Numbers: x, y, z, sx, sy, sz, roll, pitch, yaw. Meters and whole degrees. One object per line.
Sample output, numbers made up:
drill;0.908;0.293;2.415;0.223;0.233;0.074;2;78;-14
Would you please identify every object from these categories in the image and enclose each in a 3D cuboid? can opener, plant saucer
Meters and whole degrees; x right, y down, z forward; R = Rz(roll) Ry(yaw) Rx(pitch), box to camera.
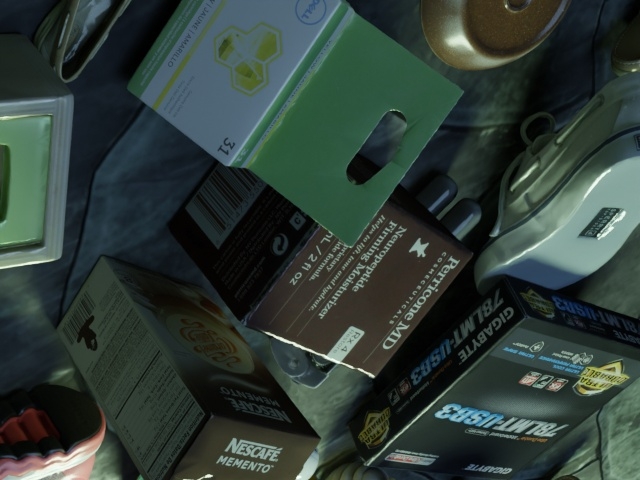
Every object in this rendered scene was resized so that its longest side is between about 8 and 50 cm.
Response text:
can opener;0.061;0.050;1.343;0.283;0.076;0.095;-45;169;1
plant saucer;0.192;-0.255;1.213;0.198;0.036;0.199;-20;131;-24

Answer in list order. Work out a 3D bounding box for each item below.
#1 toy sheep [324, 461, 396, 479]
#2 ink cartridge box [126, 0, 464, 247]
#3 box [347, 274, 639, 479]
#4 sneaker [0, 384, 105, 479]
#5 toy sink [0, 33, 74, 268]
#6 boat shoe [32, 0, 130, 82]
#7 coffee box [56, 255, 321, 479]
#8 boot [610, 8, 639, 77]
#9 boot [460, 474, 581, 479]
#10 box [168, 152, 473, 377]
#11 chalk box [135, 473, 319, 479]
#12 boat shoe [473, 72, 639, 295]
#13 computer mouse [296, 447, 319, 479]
toy sheep;0.046;0.317;1.497;0.132;0.091;0.091;-22;151;39
ink cartridge box;-0.024;-0.129;1.018;0.171;0.235;0.056;-54;166;10
box;0.232;0.186;1.504;0.295;0.073;0.293;17;126;-42
sneaker;-0.352;0.247;1.144;0.313;0.116;0.136;-11;129;-30
toy sink;-0.321;-0.059;0.919;0.234;0.131;0.153;-8;126;-31
boat shoe;-0.177;-0.199;0.976;0.056;0.048;0.153;28;103;-45
coffee box;-0.127;0.134;1.124;0.141;0.246;0.098;21;109;-44
boot;0.376;-0.289;1.292;0.213;0.077;0.165;-44;137;-7
boot;0.263;0.395;1.725;0.262;0.095;0.203;-34;135;-3
box;0.000;0.000;1.172;0.203;0.167;0.168;27;104;-45
chalk box;-0.116;0.289;1.335;0.213;0.132;0.132;19;110;-43
boat shoe;0.266;-0.067;1.338;0.135;0.157;0.367;3;152;-15
computer mouse;-0.077;0.186;1.275;0.193;0.042;0.106;45;91;-5
